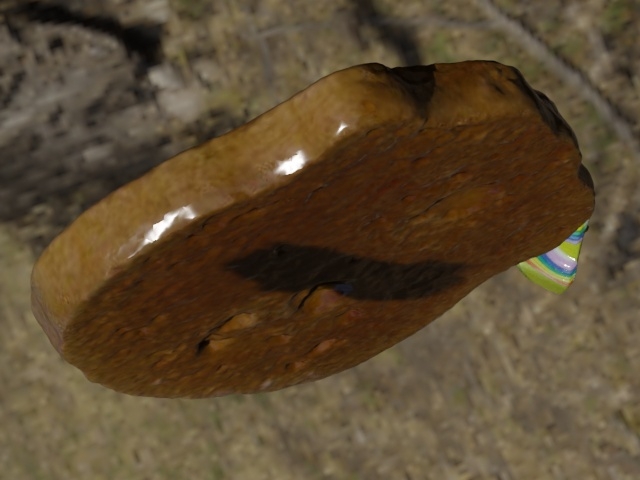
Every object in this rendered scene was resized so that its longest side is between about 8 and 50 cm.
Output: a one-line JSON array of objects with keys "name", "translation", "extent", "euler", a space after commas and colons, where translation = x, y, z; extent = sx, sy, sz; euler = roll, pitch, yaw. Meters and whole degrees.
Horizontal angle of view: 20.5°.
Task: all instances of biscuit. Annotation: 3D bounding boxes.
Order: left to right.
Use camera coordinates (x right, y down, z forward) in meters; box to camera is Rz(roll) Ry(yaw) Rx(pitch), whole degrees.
[{"name": "biscuit", "translation": [-0.001, -0.002, 0.842], "extent": [0.273, 0.257, 0.049], "euler": [20, -138, -61]}]

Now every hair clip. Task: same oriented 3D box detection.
[{"name": "hair clip", "translation": [0.171, 0.009, 1.354], "extent": [0.060, 0.033, 0.188], "euler": [25, 163, 14]}]
